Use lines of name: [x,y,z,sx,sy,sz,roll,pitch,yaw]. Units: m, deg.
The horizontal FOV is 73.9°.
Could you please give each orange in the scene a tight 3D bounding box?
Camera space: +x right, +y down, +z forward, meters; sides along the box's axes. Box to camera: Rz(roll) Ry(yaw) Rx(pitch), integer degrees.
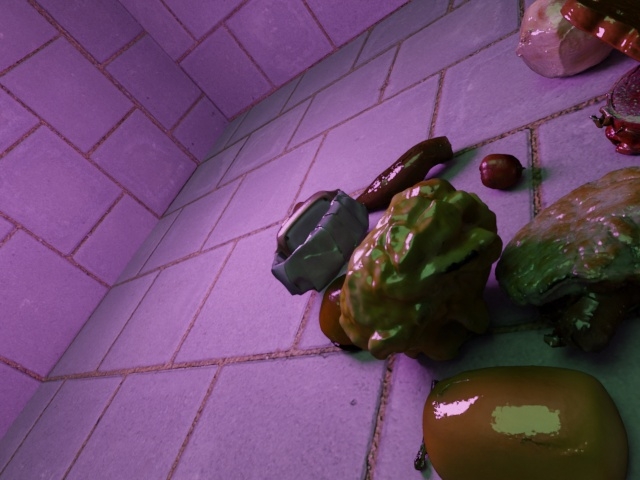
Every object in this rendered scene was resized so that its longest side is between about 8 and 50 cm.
orange: [0.064,0.119,0.806,0.160,0.112,0.170,-15,51,40]

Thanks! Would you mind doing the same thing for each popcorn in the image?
popcorn: [0.150,0.052,0.647,0.286,0.252,0.215,-50,41,1]

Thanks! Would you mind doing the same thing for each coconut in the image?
coconut: [0.513,-0.441,0.904,0.194,0.194,0.194,-31,31,21]

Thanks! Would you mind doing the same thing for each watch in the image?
watch: [0.000,0.000,0.912,0.253,0.162,0.241,-48,8,-5]

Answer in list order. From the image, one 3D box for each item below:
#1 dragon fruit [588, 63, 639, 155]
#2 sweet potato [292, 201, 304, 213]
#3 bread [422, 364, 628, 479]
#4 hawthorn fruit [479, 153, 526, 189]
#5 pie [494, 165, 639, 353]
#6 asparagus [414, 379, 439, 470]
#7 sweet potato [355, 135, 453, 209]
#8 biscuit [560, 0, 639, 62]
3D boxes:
dragon fruit: [0.500,-0.199,0.689,0.096,0.102,0.147,-24,39,35]
sweet potato: [-0.056,-0.046,1.218,0.078,0.058,0.255,-44,27,34]
bread: [0.220,0.213,0.493,0.217,0.098,0.147,-21,40,37]
hawthorn fruit: [0.346,-0.135,0.820,0.077,0.077,0.077,-31,31,21]
pie: [0.370,0.005,0.575,0.274,0.105,0.257,-38,20,9]
asparagus: [0.152,0.258,0.599,0.018,0.015,0.127,-24,33,48]
sweet potato: [0.193,-0.144,1.025,0.286,0.085,0.112,-41,-7,27]
biscuit: [0.556,-0.356,0.730,0.306,0.284,0.043,-49,-15,-42]
